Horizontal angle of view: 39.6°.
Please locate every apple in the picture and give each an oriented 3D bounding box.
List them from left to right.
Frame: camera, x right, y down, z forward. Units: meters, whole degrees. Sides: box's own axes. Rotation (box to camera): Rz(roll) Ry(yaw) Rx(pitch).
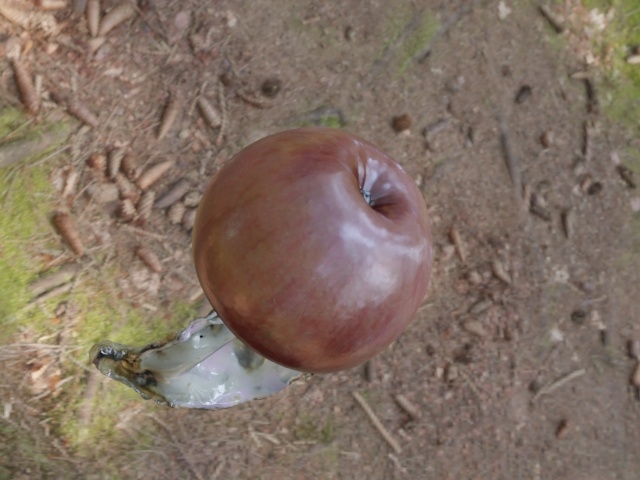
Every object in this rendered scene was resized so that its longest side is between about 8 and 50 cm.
[{"bbox_3d":[0.000,0.000,0.548,0.153,0.120,0.153,25,45,-27],"label":"apple"}]

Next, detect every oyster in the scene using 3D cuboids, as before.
[{"bbox_3d":[-0.104,0.092,0.786,0.191,0.163,0.081,5,49,-27],"label":"oyster"}]
